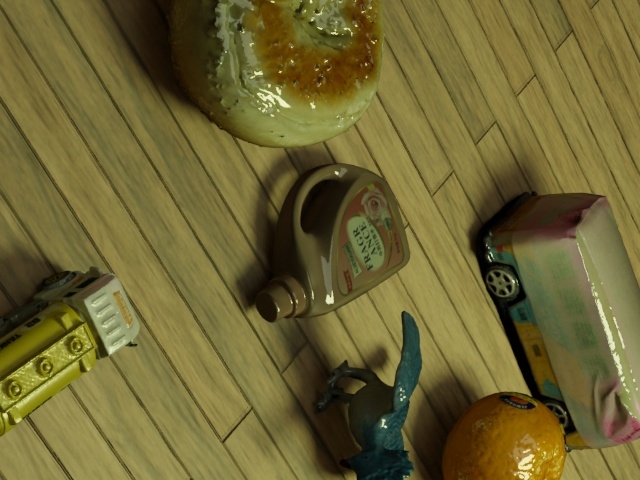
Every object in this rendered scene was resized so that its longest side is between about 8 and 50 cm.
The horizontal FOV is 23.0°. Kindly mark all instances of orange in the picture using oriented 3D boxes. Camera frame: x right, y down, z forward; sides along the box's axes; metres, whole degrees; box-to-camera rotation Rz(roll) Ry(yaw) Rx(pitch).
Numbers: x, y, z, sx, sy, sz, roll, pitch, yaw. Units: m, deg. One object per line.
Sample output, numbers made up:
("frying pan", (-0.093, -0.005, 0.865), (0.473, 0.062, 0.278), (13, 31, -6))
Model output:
("orange", (0.244, 0.288, 2.103), (0.177, 0.155, 0.177), (-48, 148, -45))

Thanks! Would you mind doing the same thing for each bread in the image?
("bread", (-0.059, -0.250, 1.851), (0.305, 0.159, 0.305), (0, 90, -46))

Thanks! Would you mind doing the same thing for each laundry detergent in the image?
("laundry detergent", (0.000, 0.000, 1.950), (0.237, 0.076, 0.171), (-28, 105, -41))

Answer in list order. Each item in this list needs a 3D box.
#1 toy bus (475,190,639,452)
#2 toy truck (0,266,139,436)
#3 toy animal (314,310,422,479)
("toy bus", (0.377, 0.123, 2.256), (0.171, 0.162, 0.386), (-39, 114, -41))
("toy truck", (-0.287, 0.115, 1.619), (0.227, 0.114, 0.098), (-37, 112, -41))
("toy animal", (0.080, 0.222, 1.944), (0.255, 0.176, 0.239), (-32, 144, -45))
